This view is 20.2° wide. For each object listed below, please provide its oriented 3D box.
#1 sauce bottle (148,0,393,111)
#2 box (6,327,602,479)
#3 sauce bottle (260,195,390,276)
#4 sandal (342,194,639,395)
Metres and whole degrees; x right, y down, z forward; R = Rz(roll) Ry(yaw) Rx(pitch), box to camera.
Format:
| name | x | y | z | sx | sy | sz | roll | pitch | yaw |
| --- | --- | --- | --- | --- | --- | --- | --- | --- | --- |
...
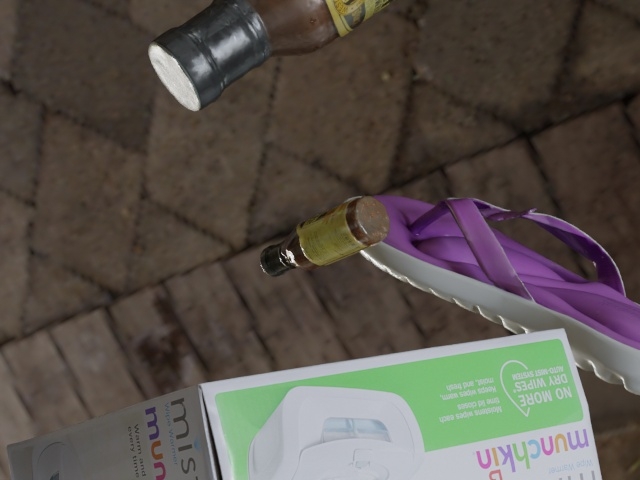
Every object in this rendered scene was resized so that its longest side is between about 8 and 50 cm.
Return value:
| name | x | y | z | sx | sy | sz | roll | pitch | yaw |
| --- | --- | --- | --- | --- | --- | --- | --- | --- | --- |
| sauce bottle | 0.009 | -0.230 | 1.530 | 0.111 | 0.344 | 0.111 | 45 | 162 | 19 |
| box | -0.010 | 0.146 | 1.049 | 0.231 | 0.262 | 0.127 | -24 | 75 | 52 |
| sauce bottle | 0.000 | 0.000 | 1.436 | 0.128 | 0.042 | 0.042 | -22 | 96 | 43 |
| sandal | 0.200 | 0.020 | 1.657 | 0.416 | 0.169 | 0.102 | 27 | 111 | 34 |
